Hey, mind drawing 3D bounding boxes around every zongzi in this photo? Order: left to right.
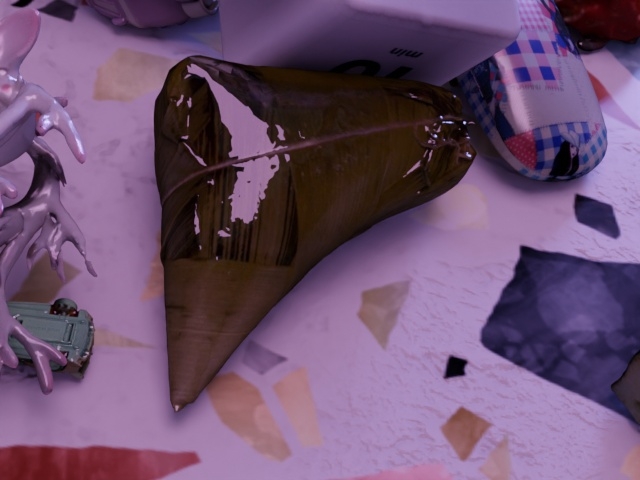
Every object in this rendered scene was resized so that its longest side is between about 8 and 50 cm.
[{"bbox_3d":[0.000,0.000,1.205,0.274,0.145,0.300,3,67,-18],"label":"zongzi"}]

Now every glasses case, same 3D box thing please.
[{"bbox_3d":[0.171,-0.202,1.401,0.125,0.076,0.327,-4,63,-38],"label":"glasses case"}]

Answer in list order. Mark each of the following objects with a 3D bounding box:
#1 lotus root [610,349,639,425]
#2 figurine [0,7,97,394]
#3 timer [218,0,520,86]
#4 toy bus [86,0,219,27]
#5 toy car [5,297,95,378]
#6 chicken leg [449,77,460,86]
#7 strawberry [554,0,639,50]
[{"bbox_3d":[0.426,0.137,1.171,0.260,0.149,0.267,-22,62,-28],"label":"lotus root"},{"bbox_3d":[-0.305,-0.043,1.085,0.316,0.206,0.284,-3,52,9],"label":"figurine"},{"bbox_3d":[0.036,-0.237,1.292,0.192,0.195,0.194,5,70,-33],"label":"timer"},{"bbox_3d":[-0.168,-0.305,1.362,0.142,0.202,0.142,-6,42,23],"label":"toy bus"},{"bbox_3d":[-0.235,0.072,1.129,0.122,0.035,0.059,5,51,2],"label":"toy car"},{"bbox_3d":[0.109,-0.245,1.472,0.089,0.048,0.219,7,50,-6],"label":"chicken leg"},{"bbox_3d":[0.311,-0.327,1.528,0.280,0.150,0.253,-1,52,-13],"label":"strawberry"}]
